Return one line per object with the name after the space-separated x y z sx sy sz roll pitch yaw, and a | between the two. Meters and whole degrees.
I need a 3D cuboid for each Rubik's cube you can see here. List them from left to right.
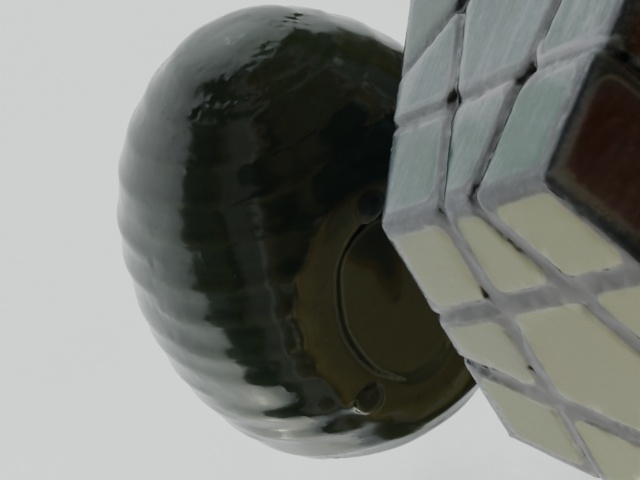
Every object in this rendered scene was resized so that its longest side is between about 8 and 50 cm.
0.181 -0.039 0.739 0.319 0.264 0.319 31 -128 -51 | Rubik's cube

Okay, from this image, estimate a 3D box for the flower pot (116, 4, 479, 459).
0.000 0.000 0.929 0.189 0.157 0.243 -35 -53 -15 | flower pot
